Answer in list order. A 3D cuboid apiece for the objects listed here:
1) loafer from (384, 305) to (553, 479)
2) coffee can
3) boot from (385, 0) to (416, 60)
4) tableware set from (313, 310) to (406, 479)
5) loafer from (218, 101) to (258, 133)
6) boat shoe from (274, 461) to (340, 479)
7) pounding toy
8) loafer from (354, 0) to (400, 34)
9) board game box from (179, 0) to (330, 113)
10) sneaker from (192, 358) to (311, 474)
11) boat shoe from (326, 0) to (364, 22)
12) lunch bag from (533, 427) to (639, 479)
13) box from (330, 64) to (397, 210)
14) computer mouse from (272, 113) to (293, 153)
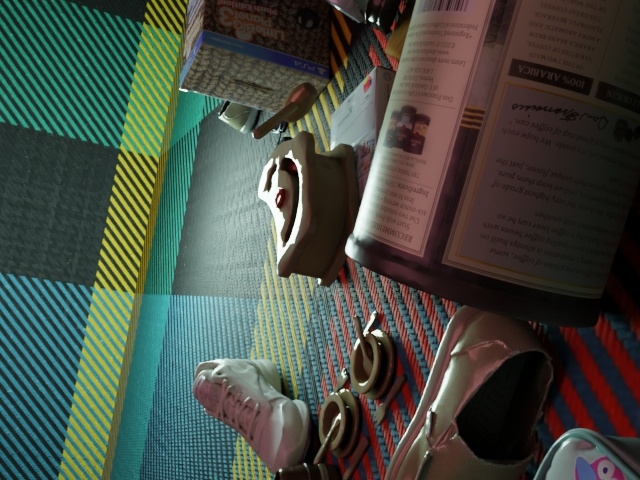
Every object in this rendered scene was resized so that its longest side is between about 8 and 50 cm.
[{"bbox_3d":[0.125,0.184,0.617,0.092,0.102,0.268,-159,82,-74],"label":"loafer"},{"bbox_3d":[0.151,-0.096,0.557,0.201,0.201,0.275,-147,70,-67],"label":"coffee can"},{"bbox_3d":[0.113,-0.198,0.845,0.280,0.096,0.264,-116,39,-59],"label":"boot"},{"bbox_3d":[0.036,0.192,0.911,0.128,0.039,0.194,-111,38,-53],"label":"tableware set"},{"bbox_3d":[-0.170,-0.370,1.624,0.094,0.087,0.251,-164,85,-68],"label":"loafer"},{"bbox_3d":[-0.062,0.395,0.973,0.095,0.095,0.257,-119,45,-58],"label":"boat shoe"},{"bbox_3d":[-0.051,-0.075,0.995,0.154,0.155,0.269,-44,41,47],"label":"pounding toy"},{"bbox_3d":[0.067,-0.338,0.982,0.220,0.078,0.080,-87,15,-63],"label":"loafer"},{"bbox_3d":[-0.114,-0.399,1.310,0.141,0.232,0.291,139,137,-56],"label":"board game box"},{"bbox_3d":[-0.112,0.263,1.089,0.305,0.152,0.114,29,104,66],"label":"sneaker"},{"bbox_3d":[-0.006,-0.457,1.180,0.302,0.109,0.094,44,105,30],"label":"boat shoe"},{"bbox_3d":[0.186,0.260,0.423,0.224,0.108,0.279,-126,52,-65],"label":"lunch bag"},{"bbox_3d":[0.058,-0.127,1.016,0.145,0.038,0.186,141,134,-57],"label":"box"},{"bbox_3d":[-0.066,-0.178,1.359,0.071,0.041,0.242,-53,25,31],"label":"computer mouse"}]
